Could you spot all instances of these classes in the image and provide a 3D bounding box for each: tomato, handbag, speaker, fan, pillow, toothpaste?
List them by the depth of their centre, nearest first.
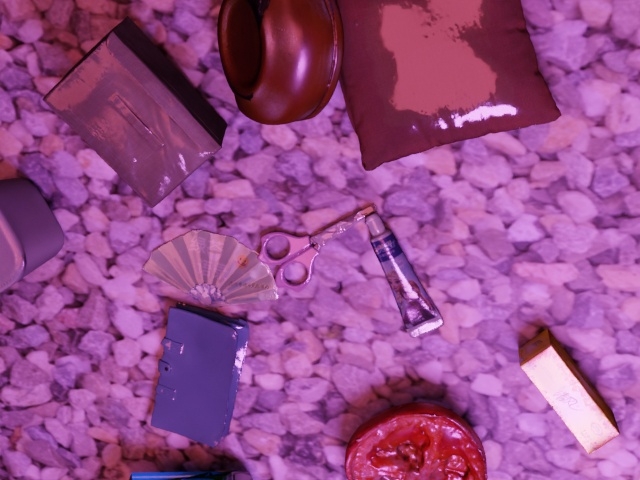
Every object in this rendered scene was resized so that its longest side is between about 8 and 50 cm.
[{"bbox_3d":[0.166,-0.286,1.411,0.305,0.108,0.308,-14,98,16],"label":"pillow"},{"bbox_3d":[0.127,0.053,1.527,0.062,0.037,0.216,-24,101,13],"label":"toothpaste"},{"bbox_3d":[0.157,0.351,1.551,0.227,0.101,0.228,3,110,9],"label":"tomato"},{"bbox_3d":[-0.635,0.048,1.591,0.406,0.184,0.183,-28,94,15],"label":"speaker"},{"bbox_3d":[-0.183,0.050,1.599,0.240,0.009,0.131,11,101,9],"label":"fan"},{"bbox_3d":[-0.207,0.226,1.618,0.144,0.057,0.221,14,105,15],"label":"handbag"}]

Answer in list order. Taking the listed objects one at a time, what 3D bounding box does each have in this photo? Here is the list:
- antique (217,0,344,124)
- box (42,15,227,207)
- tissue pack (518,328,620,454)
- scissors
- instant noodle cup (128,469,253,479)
[{"bbox_3d":[-0.064,-0.299,1.410,0.223,0.129,0.278,46,136,38],"label":"antique"},{"bbox_3d":[-0.274,-0.195,1.460,0.149,0.155,0.231,-39,109,13],"label":"box"},{"bbox_3d":[0.383,0.231,1.483,0.062,0.095,0.176,-39,92,14],"label":"tissue pack"},{"bbox_3d":[0.000,0.000,1.547,0.212,0.021,0.110,-31,96,16],"label":"scissors"},{"bbox_3d":[-0.223,0.490,1.592,0.178,0.240,0.240,0,101,18],"label":"instant noodle cup"}]
